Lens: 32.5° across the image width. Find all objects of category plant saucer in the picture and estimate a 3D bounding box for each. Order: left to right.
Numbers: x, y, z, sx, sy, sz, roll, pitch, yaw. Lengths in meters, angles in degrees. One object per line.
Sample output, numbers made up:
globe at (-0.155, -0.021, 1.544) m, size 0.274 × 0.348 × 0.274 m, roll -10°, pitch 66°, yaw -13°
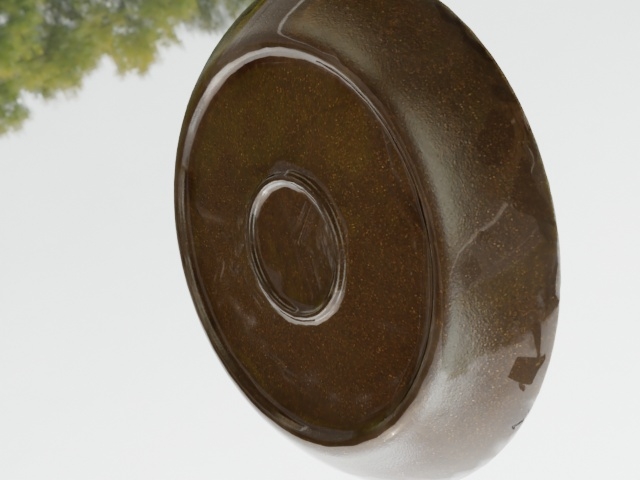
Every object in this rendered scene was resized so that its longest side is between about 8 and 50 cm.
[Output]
plant saucer at (0.000, 0.000, 0.634) m, size 0.050 × 0.310 × 0.311 m, roll -15°, pitch -156°, yaw -38°
